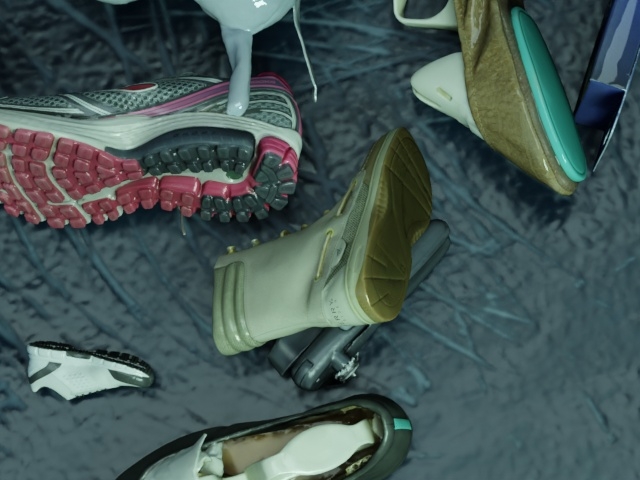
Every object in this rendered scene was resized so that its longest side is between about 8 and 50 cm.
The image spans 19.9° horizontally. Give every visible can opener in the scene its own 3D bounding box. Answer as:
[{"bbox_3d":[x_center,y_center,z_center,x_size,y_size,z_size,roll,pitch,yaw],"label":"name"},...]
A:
[{"bbox_3d":[0.040,0.052,1.499,0.186,0.059,0.073,-44,80,-5],"label":"can opener"}]

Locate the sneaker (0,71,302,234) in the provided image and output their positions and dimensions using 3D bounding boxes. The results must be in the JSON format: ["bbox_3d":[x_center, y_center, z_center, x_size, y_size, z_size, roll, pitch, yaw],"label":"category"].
[{"bbox_3d":[-0.163,-0.082,1.518,0.299,0.121,0.112,3,50,4],"label":"sneaker"}]

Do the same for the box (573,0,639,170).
[{"bbox_3d":[0.250,-0.177,1.493,0.036,0.136,0.225,17,80,5],"label":"box"}]

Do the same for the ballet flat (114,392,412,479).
[{"bbox_3d":[-0.062,0.185,1.459,0.280,0.096,0.095,-23,79,-2],"label":"ballet flat"}]

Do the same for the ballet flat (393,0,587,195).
[{"bbox_3d":[0.125,-0.187,1.524,0.124,0.116,0.342,-17,78,20],"label":"ballet flat"}]

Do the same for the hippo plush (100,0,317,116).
[{"bbox_3d":[-0.098,-0.268,1.509,0.236,0.234,0.294,7,103,33],"label":"hippo plush"}]

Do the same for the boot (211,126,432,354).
[{"bbox_3d":[0.000,0.000,1.493,0.165,0.077,0.213,-17,35,30],"label":"boot"}]

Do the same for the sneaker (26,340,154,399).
[{"bbox_3d":[-0.191,0.112,1.513,0.109,0.040,0.044,9,96,8],"label":"sneaker"}]
